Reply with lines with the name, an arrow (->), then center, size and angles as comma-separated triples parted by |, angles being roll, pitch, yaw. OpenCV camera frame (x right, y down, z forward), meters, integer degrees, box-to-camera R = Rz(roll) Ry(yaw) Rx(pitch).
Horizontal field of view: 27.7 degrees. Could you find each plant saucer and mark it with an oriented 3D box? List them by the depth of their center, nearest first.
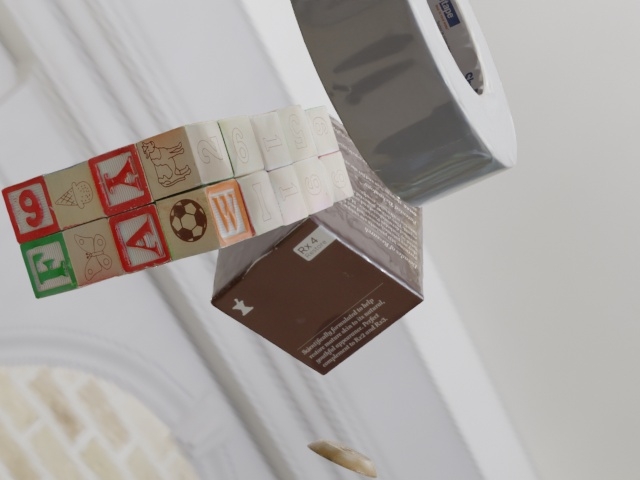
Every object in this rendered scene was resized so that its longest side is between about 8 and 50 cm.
plant saucer -> 0.026, 0.232, 1.400 | 0.083, 0.015, 0.083 | 24, -2, 1

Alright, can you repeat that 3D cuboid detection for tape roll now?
tape roll -> 0.056, -0.135, 0.874 | 0.072, 0.219, 0.219 | -24, -64, 18

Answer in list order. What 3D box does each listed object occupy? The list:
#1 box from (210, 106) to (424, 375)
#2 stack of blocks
box -> 0.000, 0.000, 1.437 | 0.167, 0.203, 0.168 | 35, -56, -24
stack of blocks -> -0.083, -0.042, 1.032 | 0.171, 0.297, 0.087 | -16, -87, 28
